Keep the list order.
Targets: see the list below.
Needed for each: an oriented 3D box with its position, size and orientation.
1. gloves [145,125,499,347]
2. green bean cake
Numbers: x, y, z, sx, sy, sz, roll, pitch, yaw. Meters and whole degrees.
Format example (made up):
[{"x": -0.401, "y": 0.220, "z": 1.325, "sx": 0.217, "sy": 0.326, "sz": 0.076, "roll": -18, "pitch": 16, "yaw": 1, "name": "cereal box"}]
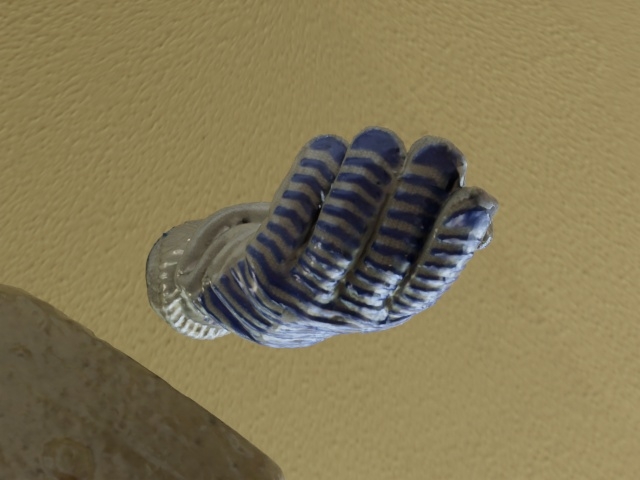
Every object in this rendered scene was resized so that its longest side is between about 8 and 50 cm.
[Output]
[{"x": -0.001, "y": 0.006, "z": 0.730, "sx": 0.229, "sy": 0.119, "sz": 0.097, "roll": -25, "pitch": -102, "yaw": 47, "name": "gloves"}, {"x": -0.117, "y": 0.105, "z": 0.626, "sx": 0.179, "sy": 0.109, "sz": 0.085, "roll": 36, "pitch": -47, "yaw": 4, "name": "green bean cake"}]
